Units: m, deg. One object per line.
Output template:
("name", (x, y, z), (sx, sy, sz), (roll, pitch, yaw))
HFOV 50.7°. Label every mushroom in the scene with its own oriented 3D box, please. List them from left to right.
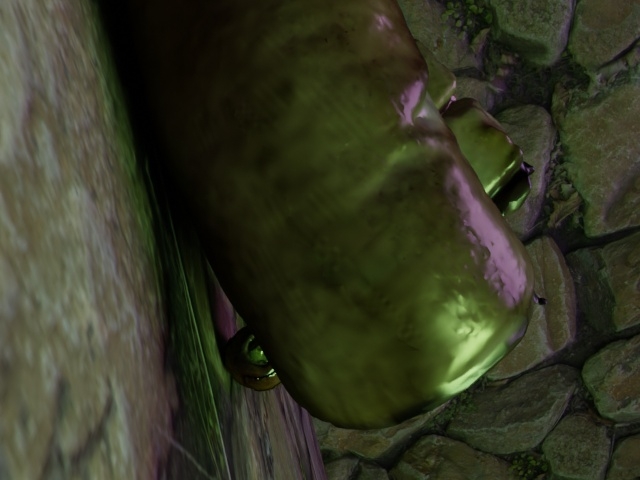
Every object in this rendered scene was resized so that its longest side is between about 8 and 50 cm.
("mushroom", (-0.039, -0.108, 0.456), (0.397, 0.224, 0.313), (54, 28, -16))

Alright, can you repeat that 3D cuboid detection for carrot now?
("carrot", (-0.051, 0.101, 0.578), (0.161, 0.055, 0.055), (111, -35, -78))
